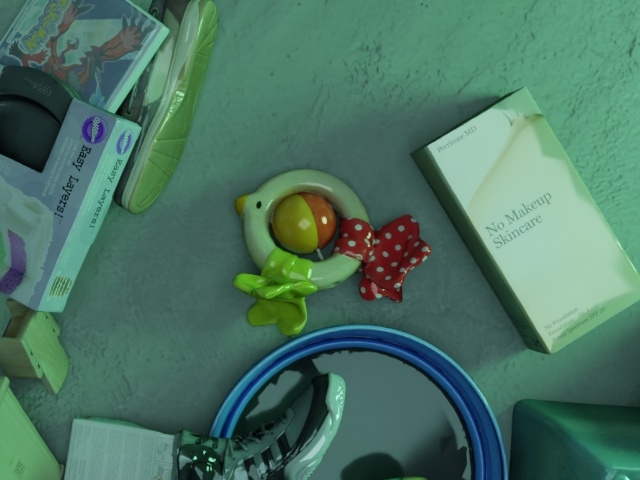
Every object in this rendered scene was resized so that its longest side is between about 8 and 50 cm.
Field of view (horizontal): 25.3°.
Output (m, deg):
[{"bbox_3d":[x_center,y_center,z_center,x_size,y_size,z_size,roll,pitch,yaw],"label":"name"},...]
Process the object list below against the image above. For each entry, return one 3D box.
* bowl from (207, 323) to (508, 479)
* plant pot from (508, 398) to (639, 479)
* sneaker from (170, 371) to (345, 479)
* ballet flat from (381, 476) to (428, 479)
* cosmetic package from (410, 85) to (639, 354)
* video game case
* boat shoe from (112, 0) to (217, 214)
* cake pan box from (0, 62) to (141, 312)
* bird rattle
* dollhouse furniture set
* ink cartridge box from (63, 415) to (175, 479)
[{"bbox_3d":[0.042,0.303,1.832,0.391,0.077,0.391,0,89,-6],"label":"bowl"},{"bbox_3d":[0.380,0.339,1.778,0.247,0.252,0.247,5,89,-5],"label":"plant pot"},{"bbox_3d":[-0.090,0.251,1.725,0.153,0.101,0.268,34,89,-11],"label":"sneaker"},{"bbox_3d":[0.099,0.463,1.751,0.123,0.123,0.348,-4,91,-6],"label":"ballet flat"},{"bbox_3d":[0.267,-0.025,1.840,0.160,0.113,0.309,-33,94,-5],"label":"cosmetic package"},{"bbox_3d":[-0.311,-0.230,1.777,0.183,0.023,0.201,37,97,18],"label":"video game case"},{"bbox_3d":[-0.213,-0.177,1.804,0.092,0.103,0.285,19,93,14],"label":"boat shoe"},{"bbox_3d":[-0.374,-0.078,1.741,0.246,0.070,0.266,26,94,17],"label":"cake pan box"},{"bbox_3d":[0.000,0.000,1.810,0.254,0.143,0.207,-23,76,-8],"label":"bird rattle"},{"bbox_3d":[-0.493,0.238,1.780,0.303,0.198,0.286,1,48,18],"label":"dollhouse furniture set"},{"bbox_3d":[-0.234,0.305,1.802,0.179,0.045,0.145,8,89,6],"label":"ink cartridge box"}]
